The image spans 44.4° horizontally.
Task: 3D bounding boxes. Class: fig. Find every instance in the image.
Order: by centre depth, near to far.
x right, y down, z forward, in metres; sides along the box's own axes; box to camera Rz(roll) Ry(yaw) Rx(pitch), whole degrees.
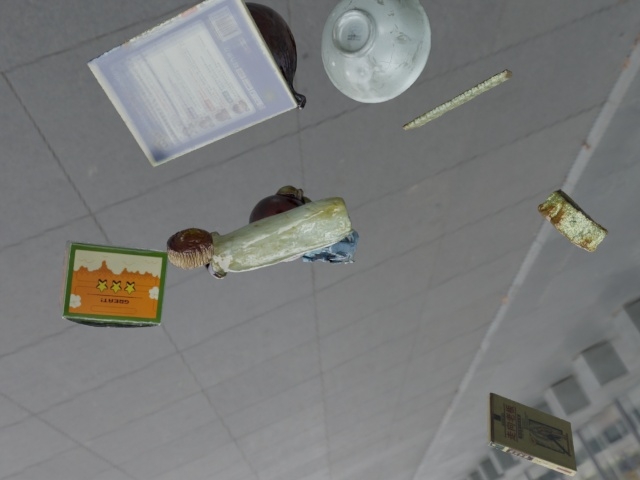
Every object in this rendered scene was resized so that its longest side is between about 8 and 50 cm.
[{"bbox_3d":[-0.139,-0.332,1.487,0.235,0.214,0.235,-34,142,-32],"label":"fig"}]

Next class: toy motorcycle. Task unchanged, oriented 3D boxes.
[{"bbox_3d":[0.000,0.000,2.364,0.260,0.206,0.154,9,98,-53],"label":"toy motorcycle"}]

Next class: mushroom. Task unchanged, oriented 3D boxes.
[{"bbox_3d":[-0.088,-0.005,1.588,0.312,0.081,0.100,-17,111,-4],"label":"mushroom"}]

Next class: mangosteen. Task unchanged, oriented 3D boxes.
[{"bbox_3d":[-0.084,-0.046,1.932,0.200,0.200,0.200,-22,156,-10],"label":"mangosteen"}]

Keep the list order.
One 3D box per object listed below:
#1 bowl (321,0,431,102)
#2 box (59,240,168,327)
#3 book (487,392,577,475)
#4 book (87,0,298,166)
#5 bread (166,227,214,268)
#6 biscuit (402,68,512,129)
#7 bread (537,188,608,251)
[{"bbox_3d":[0.110,-0.515,1.987,0.313,0.313,0.146,-37,164,23],"label":"bowl"},{"bbox_3d":[-0.394,0.081,1.478,0.177,0.148,0.195,7,178,-21],"label":"box"},{"bbox_3d":[0.524,0.480,1.952,0.231,0.161,0.026,21,127,-5],"label":"book"},{"bbox_3d":[-0.225,-0.275,1.369,0.322,0.228,0.018,-17,-154,24],"label":"book"},{"bbox_3d":[-0.222,0.009,1.328,0.085,0.085,0.053,-17,119,-20],"label":"bread"},{"bbox_3d":[0.279,-0.284,1.591,0.231,0.016,0.139,-26,-179,20],"label":"biscuit"},{"bbox_3d":[0.550,-0.041,1.699,0.140,0.128,0.069,26,110,-44],"label":"bread"}]
